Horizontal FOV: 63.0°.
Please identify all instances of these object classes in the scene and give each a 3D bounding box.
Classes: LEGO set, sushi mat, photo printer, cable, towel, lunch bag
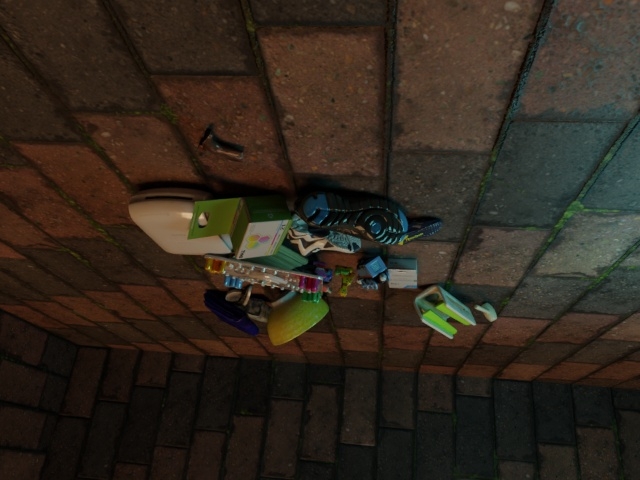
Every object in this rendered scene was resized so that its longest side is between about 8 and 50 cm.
[{"bbox_3d":[0.072,0.153,1.958,0.227,0.093,0.087,10,156,-8],"label":"LEGO set"},{"bbox_3d":[-0.170,0.062,1.792,0.151,0.019,0.316,-24,157,16],"label":"sushi mat"},{"bbox_3d":[-0.415,-0.058,1.594,0.255,0.107,0.307,1,155,10],"label":"photo printer"},{"bbox_3d":[-0.061,0.146,2.003,0.139,0.072,0.287,-17,147,31],"label":"cable"},{"bbox_3d":[-0.419,0.357,2.447,0.227,0.076,0.308,29,165,19],"label":"towel"},{"bbox_3d":[-0.313,0.310,2.391,0.151,0.096,0.129,7,158,20],"label":"lunch bag"}]

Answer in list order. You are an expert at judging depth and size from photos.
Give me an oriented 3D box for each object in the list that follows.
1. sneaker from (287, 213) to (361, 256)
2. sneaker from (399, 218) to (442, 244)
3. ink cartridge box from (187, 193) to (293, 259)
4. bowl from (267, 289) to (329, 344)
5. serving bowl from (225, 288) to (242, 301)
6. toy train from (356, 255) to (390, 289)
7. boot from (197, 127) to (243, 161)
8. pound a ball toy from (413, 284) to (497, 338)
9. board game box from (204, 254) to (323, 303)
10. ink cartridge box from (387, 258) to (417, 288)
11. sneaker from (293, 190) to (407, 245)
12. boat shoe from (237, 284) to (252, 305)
[{"bbox_3d":[0.000,0.000,1.642,0.234,0.094,0.153,11,156,-11],"label":"sneaker"},{"bbox_3d":[0.288,-0.039,1.545,0.144,0.059,0.053,-17,140,5],"label":"sneaker"},{"bbox_3d":[-0.232,-0.031,1.482,0.255,0.097,0.189,-8,150,-27],"label":"ink cartridge box"},{"bbox_3d":[-0.121,0.296,2.206,0.289,0.289,0.156,-25,98,49],"label":"bowl"},{"bbox_3d":[-0.383,0.240,2.324,0.083,0.027,0.083,-12,147,-8],"label":"serving bowl"},{"bbox_3d":[0.177,0.111,1.822,0.080,0.105,0.184,-30,-178,-14],"label":"toy train"},{"bbox_3d":[-0.231,-0.226,1.265,0.114,0.037,0.106,20,166,-20],"label":"boot"},{"bbox_3d":[0.539,0.265,2.093,0.208,0.136,0.319,-37,138,21],"label":"pound a ball toy"},{"bbox_3d":[-0.187,0.146,1.845,0.389,0.050,0.390,11,166,3],"label":"board game box"},{"bbox_3d":[0.292,0.112,1.856,0.104,0.060,0.180,2,155,11],"label":"ink cartridge box"},{"bbox_3d":[0.088,-0.073,1.473,0.340,0.125,0.139,15,179,-22],"label":"sneaker"},{"bbox_3d":[-0.330,0.240,2.278,0.040,0.049,0.142,17,138,-9],"label":"boat shoe"}]
